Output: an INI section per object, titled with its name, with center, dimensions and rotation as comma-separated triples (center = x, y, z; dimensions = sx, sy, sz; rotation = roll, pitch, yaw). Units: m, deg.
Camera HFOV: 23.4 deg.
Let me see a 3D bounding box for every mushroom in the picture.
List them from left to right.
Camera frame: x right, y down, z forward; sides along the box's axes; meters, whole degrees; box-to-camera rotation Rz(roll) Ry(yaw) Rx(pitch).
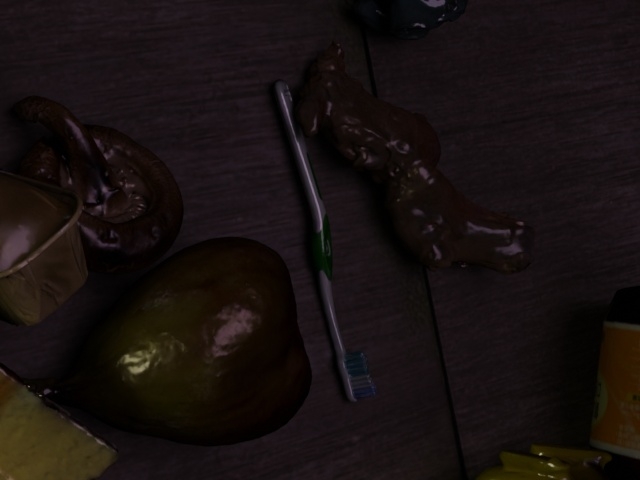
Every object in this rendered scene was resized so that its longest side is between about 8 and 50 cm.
[mushroom]
center = -0.191, -0.046, 1.251
dimensions = 0.170, 0.080, 0.135
rotation = 54, 41, -1

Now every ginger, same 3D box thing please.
[ginger]
center = 0.088, -0.059, 1.466
dimensions = 0.290, 0.084, 0.122
rotation = 42, 40, -20

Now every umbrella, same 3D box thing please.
[umbrella]
center = 0.060, -0.364, 1.463
dimensions = 0.143, 0.094, 0.348
rotation = -36, 112, -57

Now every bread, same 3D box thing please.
[bread]
center = -0.295, 0.166, 1.112
dimensions = 0.240, 0.135, 0.178
rotation = 41, 63, -27

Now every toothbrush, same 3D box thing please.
[toothbrush]
center = -0.002, 0.000, 1.416
dimensions = 0.030, 0.030, 0.304
rotation = -17, 92, -36

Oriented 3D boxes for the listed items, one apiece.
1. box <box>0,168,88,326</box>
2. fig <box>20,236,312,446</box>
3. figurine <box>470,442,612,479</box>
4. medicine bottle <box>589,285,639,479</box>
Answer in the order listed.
[box]
center = -0.249, -0.004, 1.154
dimensions = 0.111, 0.177, 0.111
rotation = -18, 114, -45
[fig]
center = -0.136, 0.095, 1.244
dimensions = 0.274, 0.145, 0.170
rotation = -12, 115, -21
[figurine]
center = 0.204, 0.352, 1.429
dimensions = 0.218, 0.169, 0.326
rotation = 7, 73, -59
[medicine bottle]
center = 0.380, 0.243, 1.531
dimensions = 0.242, 0.242, 0.395
rotation = 11, 83, -34
